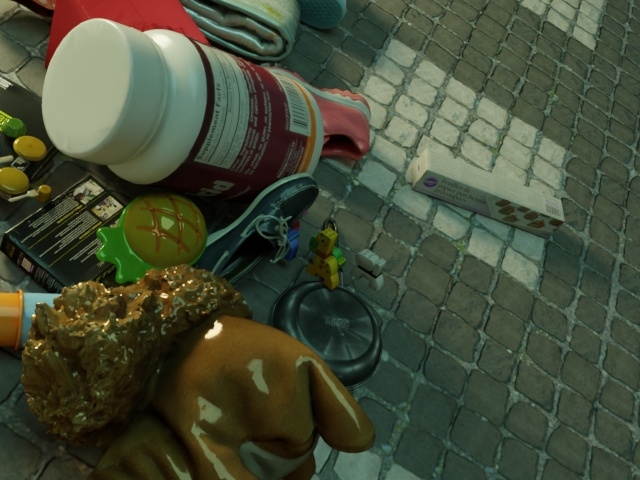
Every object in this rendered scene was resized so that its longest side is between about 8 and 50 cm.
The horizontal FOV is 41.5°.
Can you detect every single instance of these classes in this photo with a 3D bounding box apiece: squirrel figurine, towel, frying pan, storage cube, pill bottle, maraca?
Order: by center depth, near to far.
[{"bbox_3d":[-0.198,0.232,0.995,0.370,0.281,0.397,-35,88,-28],"label":"squirrel figurine"},{"bbox_3d":[-0.238,-0.003,1.212,0.127,0.099,0.186,49,46,2],"label":"maraca"},{"bbox_3d":[-0.194,-0.181,1.264,0.392,0.224,0.224,10,47,-52],"label":"pill bottle"},{"bbox_3d":[0.040,0.102,1.383,0.197,0.053,0.326,33,49,-2],"label":"frying pan"},{"bbox_3d":[-0.322,-0.300,1.385,0.184,0.215,0.193,-13,56,-36],"label":"storage cube"},{"bbox_3d":[-0.212,-0.485,1.618,0.375,0.090,0.320,25,28,-11],"label":"towel"}]

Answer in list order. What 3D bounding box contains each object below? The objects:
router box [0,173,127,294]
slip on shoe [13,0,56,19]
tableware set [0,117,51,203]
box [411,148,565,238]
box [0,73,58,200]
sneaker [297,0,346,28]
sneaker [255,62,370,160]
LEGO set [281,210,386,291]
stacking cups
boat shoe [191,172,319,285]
[{"bbox_3d":[-0.353,-0.002,1.235,0.133,0.046,0.179,41,45,3],"label":"router box"},{"bbox_3d":[-0.434,-0.409,1.489,0.331,0.123,0.101,20,85,-25],"label":"slip on shoe"},{"bbox_3d":[-0.445,-0.116,1.235,0.104,0.024,0.154,-22,69,-44],"label":"tableware set"},{"bbox_3d":[0.338,-0.092,1.697,0.324,0.063,0.067,18,46,-17],"label":"box"},{"bbox_3d":[-0.500,-0.171,1.288,0.191,0.045,0.184,31,48,-6],"label":"box"},{"bbox_3d":[-0.076,-0.608,1.835,0.319,0.127,0.208,31,47,-19],"label":"sneaker"},{"bbox_3d":[-0.038,-0.227,1.553,0.314,0.116,0.136,10,52,-24],"label":"sneaker"},{"bbox_3d":[0.000,0.000,1.362,0.227,0.093,0.087,33,42,20],"label":"LEGO set"},{"bbox_3d":[-0.365,0.099,1.116,0.316,0.096,0.096,8,51,-24],"label":"stacking cups"},{"bbox_3d":[-0.094,-0.008,1.296,0.255,0.095,0.079,-36,53,-18],"label":"boat shoe"}]
